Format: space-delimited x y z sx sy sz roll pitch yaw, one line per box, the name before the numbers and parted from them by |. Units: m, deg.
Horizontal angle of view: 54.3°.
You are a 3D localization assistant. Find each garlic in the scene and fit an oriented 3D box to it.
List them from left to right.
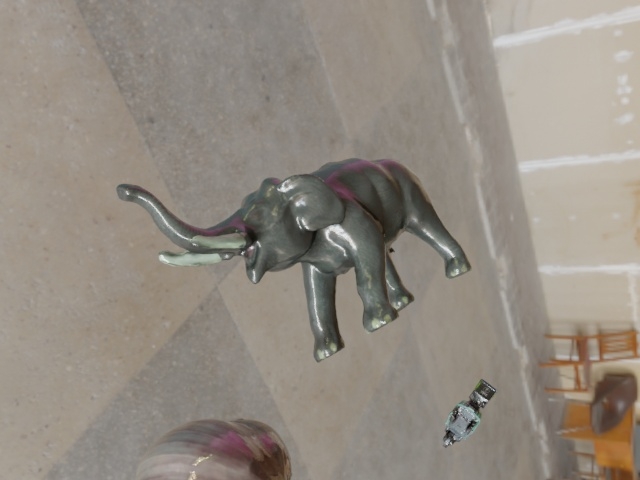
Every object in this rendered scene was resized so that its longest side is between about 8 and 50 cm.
garlic | -0.087 0.307 0.605 0.207 0.257 0.207 -28 140 -27

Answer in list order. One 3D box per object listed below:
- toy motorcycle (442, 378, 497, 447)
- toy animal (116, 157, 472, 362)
toy motorcycle | 0.300 0.365 1.287 0.100 0.058 0.173 -38 154 -34
toy animal | 0.002 0.009 0.442 0.269 0.082 0.137 -12 74 -43
